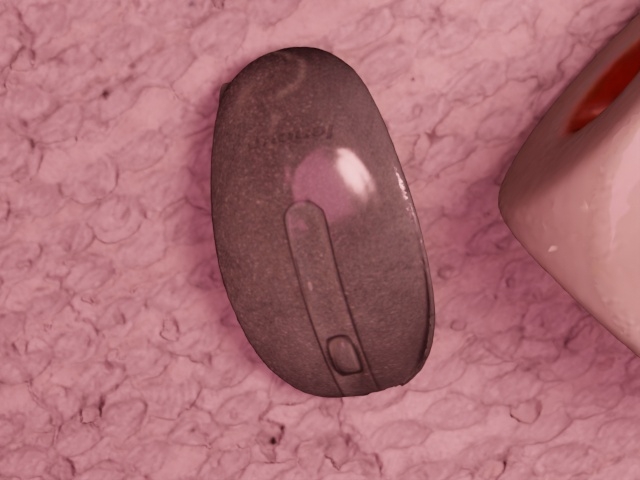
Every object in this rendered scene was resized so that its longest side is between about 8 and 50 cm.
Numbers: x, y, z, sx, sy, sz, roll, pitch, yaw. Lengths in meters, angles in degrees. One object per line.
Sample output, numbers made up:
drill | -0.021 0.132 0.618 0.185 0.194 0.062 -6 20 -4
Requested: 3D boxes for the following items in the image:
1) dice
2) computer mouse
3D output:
dice | 0.362 -0.043 1.050 0.304 0.277 0.304 39 104 -8
computer mouse | -0.002 0.001 1.180 0.203 0.114 0.374 -13 106 9
